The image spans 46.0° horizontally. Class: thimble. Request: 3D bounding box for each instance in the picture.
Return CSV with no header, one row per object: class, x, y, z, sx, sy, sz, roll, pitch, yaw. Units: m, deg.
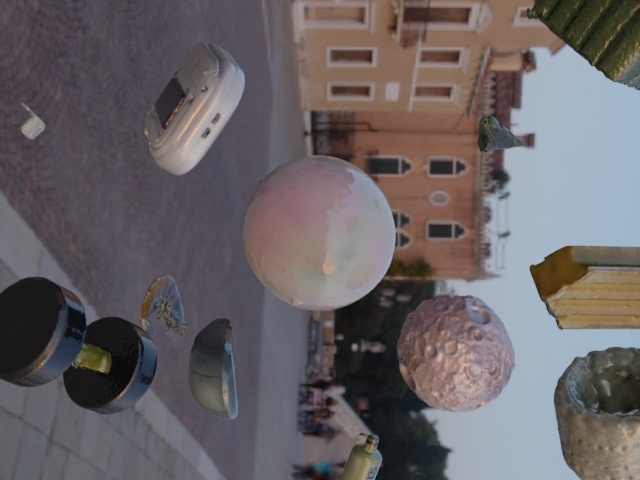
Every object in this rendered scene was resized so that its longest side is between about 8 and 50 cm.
thimble,0.635,0.368,1.597,0.291,0.291,0.195,-85,160,-65

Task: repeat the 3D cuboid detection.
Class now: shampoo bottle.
shampoo bottle,0.103,0.547,1.837,0.079,0.079,0.162,-79,-170,-79

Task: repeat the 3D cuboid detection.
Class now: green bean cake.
green bean cake,0.529,-0.388,1.325,0.250,0.246,0.156,55,-53,28

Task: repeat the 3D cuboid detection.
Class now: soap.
soap,0.489,0.084,1.321,0.080,0.257,0.160,-101,-160,-44

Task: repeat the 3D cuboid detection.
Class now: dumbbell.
dumbbell,-0.494,0.218,1.510,0.322,0.203,0.204,48,39,-57

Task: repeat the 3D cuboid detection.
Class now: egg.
egg,0.000,0.000,1.693,0.340,0.354,0.355,-103,-167,-74

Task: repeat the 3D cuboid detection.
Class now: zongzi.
zongzi,0.447,-0.267,1.852,0.109,0.119,0.055,75,14,-56

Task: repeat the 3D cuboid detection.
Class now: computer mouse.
computer mouse,-0.262,0.315,1.859,0.371,0.121,0.188,-111,-162,-78

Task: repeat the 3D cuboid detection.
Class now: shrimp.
shrimp,-0.440,0.222,2.121,0.169,0.058,0.296,-57,154,-34

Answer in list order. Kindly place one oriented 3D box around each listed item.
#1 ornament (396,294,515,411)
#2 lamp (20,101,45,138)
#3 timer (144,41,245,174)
ornament,0.284,0.246,1.641,0.259,0.225,0.259,57,-16,27
lamp,-0.769,-0.319,1.987,0.050,0.056,0.198,47,-5,-34
timer,-0.248,-0.258,1.443,0.237,0.087,0.262,-51,-149,12
